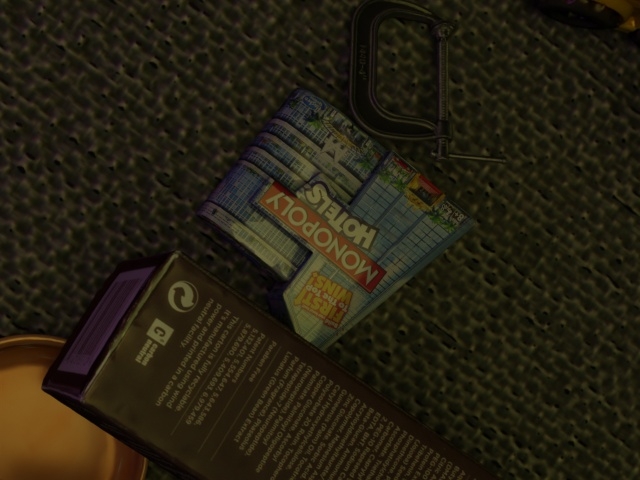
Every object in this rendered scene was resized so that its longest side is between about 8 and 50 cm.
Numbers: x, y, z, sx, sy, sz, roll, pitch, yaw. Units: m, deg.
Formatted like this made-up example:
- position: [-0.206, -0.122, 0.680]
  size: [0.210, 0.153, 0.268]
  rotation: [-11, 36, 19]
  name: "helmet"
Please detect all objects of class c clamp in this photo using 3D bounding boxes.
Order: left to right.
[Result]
- position: [0.088, -0.140, 1.169]
  size: [0.137, 0.022, 0.160]
  rotation: [0, 71, -12]
  name: "c clamp"

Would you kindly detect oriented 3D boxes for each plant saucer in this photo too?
- position: [-0.247, 0.177, 1.135]
  size: [0.200, 0.037, 0.200]
  rotation: [-1, 93, -12]
  name: "plant saucer"

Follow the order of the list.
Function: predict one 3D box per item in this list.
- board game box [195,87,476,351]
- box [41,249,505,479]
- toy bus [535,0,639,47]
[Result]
- position: [0.000, 0.000, 1.152]
  size: [0.194, 0.060, 0.194]
  rotation: [39, 79, -11]
  name: "board game box"
- position: [-0.024, 0.170, 1.081]
  size: [0.381, 0.191, 0.143]
  rotation: [35, 76, -15]
  name: "box"
- position: [0.302, -0.252, 1.131]
  size: [0.220, 0.211, 0.149]
  rotation: [17, 89, -14]
  name: "toy bus"
